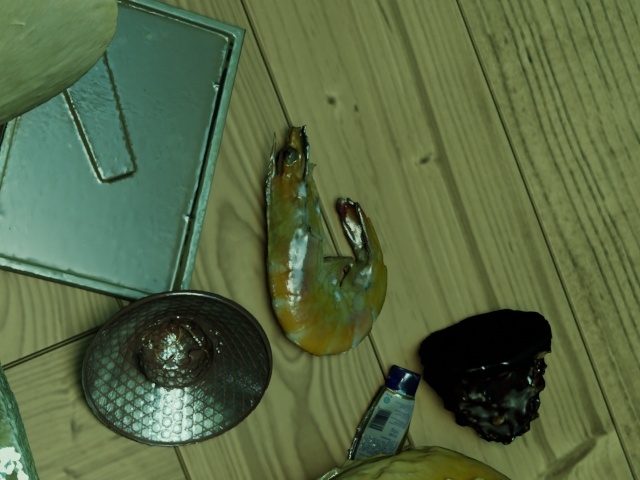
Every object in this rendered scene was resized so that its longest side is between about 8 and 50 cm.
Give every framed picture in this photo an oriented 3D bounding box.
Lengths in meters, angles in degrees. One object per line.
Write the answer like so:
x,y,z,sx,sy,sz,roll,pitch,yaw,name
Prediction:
-0.214,-0.102,1.762,0.232,0.024,0.315,16,80,-22,framed picture

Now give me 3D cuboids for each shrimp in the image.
0.000,0.000,1.827,0.150,0.068,0.249,-16,97,-36,shrimp

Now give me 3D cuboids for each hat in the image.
-0.147,0.111,1.745,0.193,0.082,0.193,-5,123,-7,hat

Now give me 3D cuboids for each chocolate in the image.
0.193,0.161,1.863,0.156,0.156,0.133,-27,111,-23,chocolate

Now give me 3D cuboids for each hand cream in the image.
0.067,0.215,1.851,0.062,0.039,0.163,22,83,-22,hand cream

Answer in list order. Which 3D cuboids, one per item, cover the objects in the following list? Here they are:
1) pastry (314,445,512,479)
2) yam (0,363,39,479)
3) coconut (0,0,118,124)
0.080,0.398,1.710,0.409,0.245,0.410,-1,92,-25,pastry
-0.394,0.262,1.541,0.348,0.241,0.241,-23,94,-21,yam
-0.376,-0.259,1.531,0.415,0.345,0.415,5,62,-10,coconut
